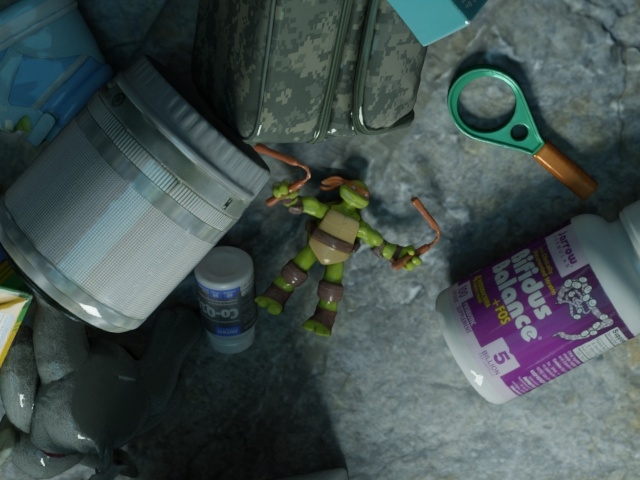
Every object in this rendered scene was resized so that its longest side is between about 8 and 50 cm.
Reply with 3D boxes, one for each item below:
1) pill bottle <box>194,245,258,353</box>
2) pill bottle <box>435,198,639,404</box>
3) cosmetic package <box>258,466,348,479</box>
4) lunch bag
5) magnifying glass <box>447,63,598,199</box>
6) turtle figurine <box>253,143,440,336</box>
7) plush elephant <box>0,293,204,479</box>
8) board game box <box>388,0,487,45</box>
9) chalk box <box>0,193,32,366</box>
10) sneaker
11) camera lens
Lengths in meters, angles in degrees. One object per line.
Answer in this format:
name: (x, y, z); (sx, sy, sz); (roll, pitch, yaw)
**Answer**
pill bottle: (-0.123, 0.081, 1.469); (0.078, 0.078, 0.137); (1, 132, 4)
pill bottle: (0.311, 0.070, 1.398); (0.301, 0.169, 0.169); (-31, 109, 16)
cosmetic package: (-0.123, 0.501, 1.445); (0.327, 0.393, 0.330); (-10, 84, 9)
lunch bag: (0.016, -0.269, 1.245); (0.256, 0.212, 0.305); (-5, 120, -29)
magnifying glass: (0.256, -0.131, 1.389); (0.231, 0.026, 0.092); (37, 111, -14)
turtle figurine: (0.000, 0.000, 1.430); (0.269, 0.087, 0.217); (25, 99, -15)
plush elephant: (-0.337, 0.216, 1.477); (0.271, 0.330, 0.255); (19, 156, -39)
board game box: (0.084, -0.405, 1.093); (0.336, 0.254, 0.079); (47, 151, -17)
chalk box: (-0.481, 0.034, 1.386); (0.179, 0.289, 0.180); (17, 117, -26)
sneaker: (-0.391, -0.155, 1.367); (0.319, 0.127, 0.208); (-28, 108, 16)
camera lens: (-0.222, -0.048, 1.279); (0.219, 0.219, 0.274); (42, 96, -14)
